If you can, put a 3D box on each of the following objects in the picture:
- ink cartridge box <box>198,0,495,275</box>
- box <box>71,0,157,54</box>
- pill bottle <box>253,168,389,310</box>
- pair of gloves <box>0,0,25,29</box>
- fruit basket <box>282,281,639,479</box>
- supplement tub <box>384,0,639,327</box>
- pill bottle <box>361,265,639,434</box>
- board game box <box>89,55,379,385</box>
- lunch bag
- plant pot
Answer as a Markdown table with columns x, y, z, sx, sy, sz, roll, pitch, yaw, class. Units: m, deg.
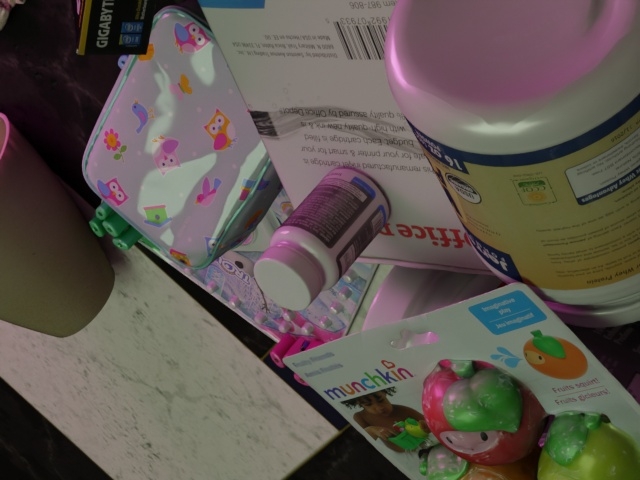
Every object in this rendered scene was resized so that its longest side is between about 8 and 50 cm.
| x | y | z | sx | sy | sz | roll | pitch | yaw | class |
| --- | --- | --- | --- | --- | --- | --- | --- | --- | --- |
| 0.068 | -0.174 | 1.562 | 0.285 | 0.166 | 0.395 | 7 | 132 | 41 | ink cartridge box |
| -0.197 | -0.375 | 1.550 | 0.322 | 0.079 | 0.257 | 112 | 151 | -54 | box |
| 0.000 | 0.000 | 1.548 | 0.078 | 0.137 | 0.078 | 26 | 143 | 22 | pill bottle |
| -0.486 | -0.359 | 2.020 | 0.204 | 0.042 | 0.240 | -9 | 122 | 49 | pair of gloves |
| 0.175 | 0.197 | 1.477 | 0.353 | 0.165 | 0.327 | 41 | 143 | -24 | fruit basket |
| 0.202 | -0.089 | 1.311 | 0.228 | 0.228 | 0.316 | 16 | 155 | 33 | supplement tub |
| 0.234 | 0.151 | 1.711 | 0.363 | 0.210 | 0.210 | 26 | 142 | 23 | pill bottle |
| -0.114 | -0.026 | 2.006 | 0.390 | 0.050 | 0.390 | 35 | 145 | 10 | board game box |
| -0.135 | -0.129 | 1.797 | 0.224 | 0.108 | 0.279 | 39 | 119 | 12 | lunch bag |
| -0.422 | 0.005 | 2.207 | 0.256 | 0.256 | 0.274 | -6 | 141 | 47 | plant pot |
